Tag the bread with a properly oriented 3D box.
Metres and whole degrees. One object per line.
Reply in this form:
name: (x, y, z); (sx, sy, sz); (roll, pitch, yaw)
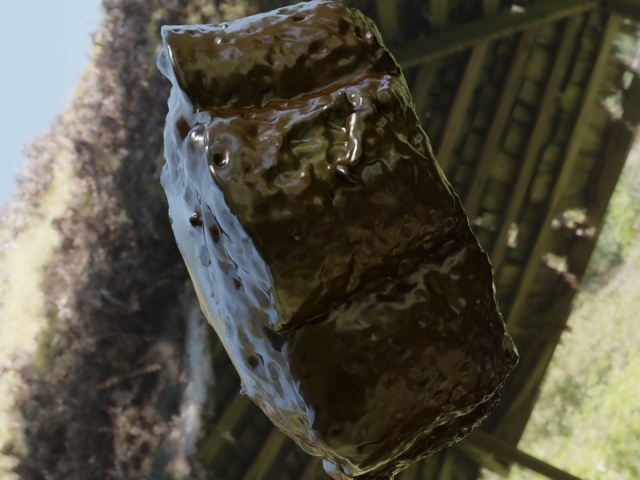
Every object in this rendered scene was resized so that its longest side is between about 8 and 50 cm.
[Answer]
bread: (0.002, 0.005, 0.580); (0.135, 0.247, 0.232); (-21, -7, 1)
